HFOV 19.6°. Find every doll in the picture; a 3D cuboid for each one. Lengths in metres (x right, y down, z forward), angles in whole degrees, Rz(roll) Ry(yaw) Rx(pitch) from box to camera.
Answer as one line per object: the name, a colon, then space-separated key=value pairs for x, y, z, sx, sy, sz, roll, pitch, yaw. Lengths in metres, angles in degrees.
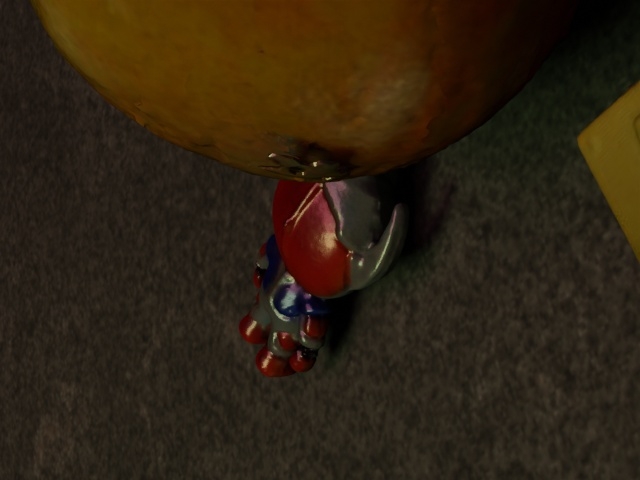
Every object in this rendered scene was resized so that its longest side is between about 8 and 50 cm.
doll: x=0.001 y=0.001 z=1.058 sx=0.104 sy=0.062 sz=0.194 roll=-101 pitch=28 yaw=-45

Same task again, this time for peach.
peach: x=-0.012 y=-0.214 z=0.869 sx=0.372 sy=0.290 sz=0.372 roll=-1 pitch=-90 yaw=-87

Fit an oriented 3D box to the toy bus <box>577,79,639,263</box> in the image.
toy bus: x=0.225 y=0.068 z=0.669 sx=0.121 sy=0.123 sz=0.335 roll=-43 pitch=65 yaw=45
